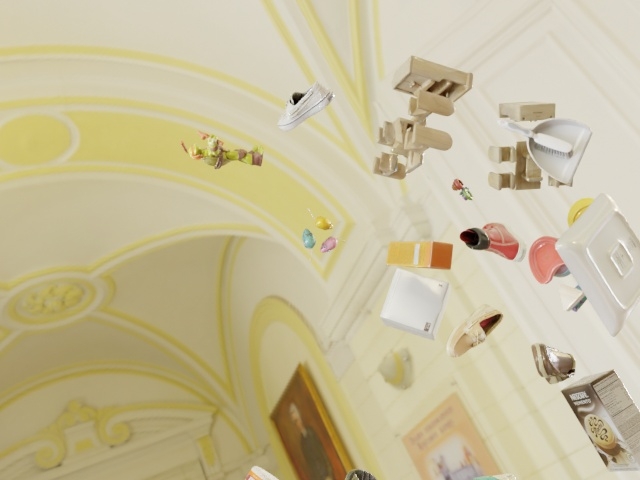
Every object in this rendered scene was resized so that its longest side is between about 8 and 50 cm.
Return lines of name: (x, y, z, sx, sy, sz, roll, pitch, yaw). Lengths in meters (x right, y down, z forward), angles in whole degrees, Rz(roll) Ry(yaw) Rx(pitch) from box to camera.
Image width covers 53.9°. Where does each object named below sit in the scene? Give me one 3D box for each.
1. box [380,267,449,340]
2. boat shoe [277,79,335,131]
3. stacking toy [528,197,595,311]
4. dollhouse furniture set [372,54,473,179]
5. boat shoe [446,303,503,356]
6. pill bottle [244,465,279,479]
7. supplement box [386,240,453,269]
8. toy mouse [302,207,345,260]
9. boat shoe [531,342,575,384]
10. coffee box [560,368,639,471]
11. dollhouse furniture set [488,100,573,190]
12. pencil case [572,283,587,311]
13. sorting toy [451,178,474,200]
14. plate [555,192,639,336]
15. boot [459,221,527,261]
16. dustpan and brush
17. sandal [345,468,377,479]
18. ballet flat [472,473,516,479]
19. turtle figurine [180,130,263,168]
box: (0.313, 0.209, 2.063, 0.119, 0.182, 0.181, 60, -130, -66)
boat shoe: (-0.067, -0.432, 2.011, 0.088, 0.096, 0.267, 42, -30, -22)
stacking toy: (0.830, 0.055, 1.969, 0.130, 0.279, 0.309, 9, -42, -34)
dollhouse furniture set: (0.397, -0.443, 2.338, 0.257, 0.394, 0.362, 12, -15, -16)
boat shoe: (0.366, 0.215, 1.483, 0.170, 0.059, 0.063, -41, -60, -21)
pill bottle: (-0.202, 0.771, 1.794, 0.221, 0.121, 0.121, -56, -22, -15)
supplement box: (0.281, 0.041, 1.812, 0.078, 0.080, 0.233, 7, -5, -25)
toy mouse: (0.000, 0.000, 1.949, 0.161, 0.031, 0.143, 28, -94, -21)
boat shoe: (0.649, 0.330, 1.732, 0.095, 0.095, 0.257, -18, -26, 22)
coffee box: (0.949, 0.589, 2.058, 0.119, 0.297, 0.168, -23, -15, -20)
dollhouse furniture set: (0.584, -0.268, 1.791, 0.212, 0.242, 0.161, -4, 15, -3)
pencil case: (1.014, 0.202, 2.455, 0.064, 0.070, 0.151, 35, -89, -35)
sorting toy: (0.513, -0.177, 2.290, 0.042, 0.102, 0.061, -43, -19, 31)
plate: (0.730, 0.050, 1.566, 0.278, 0.277, 0.045, -38, 6, -33)
boot: (0.479, -0.016, 1.859, 0.176, 0.244, 0.088, 14, -77, -9)
dustpan and brush: (0.517, -0.239, 1.484, 0.147, 0.211, 0.060, -66, -15, -1)
sandal: (0.135, 0.776, 1.866, 0.086, 0.120, 0.302, 1, -40, 34)
ballet flat: (0.499, 0.664, 1.649, 0.087, 0.247, 0.083, -56, 14, -21)
turtle figurine: (-0.274, -0.243, 1.761, 0.217, 0.087, 0.269, 2, -4, -20)
